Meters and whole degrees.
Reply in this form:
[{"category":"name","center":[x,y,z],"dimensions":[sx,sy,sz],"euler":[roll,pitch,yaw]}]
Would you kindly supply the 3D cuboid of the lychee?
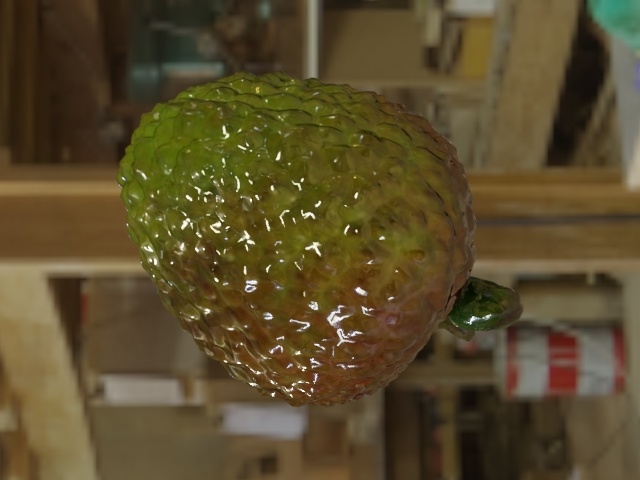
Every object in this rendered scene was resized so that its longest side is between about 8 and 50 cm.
[{"category":"lychee","center":[0.000,0.000,0.648],"dimensions":[0.114,0.146,0.114],"euler":[-53,20,29]}]
